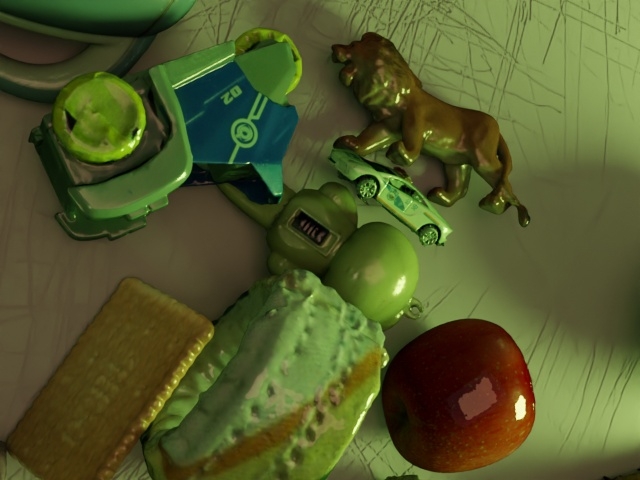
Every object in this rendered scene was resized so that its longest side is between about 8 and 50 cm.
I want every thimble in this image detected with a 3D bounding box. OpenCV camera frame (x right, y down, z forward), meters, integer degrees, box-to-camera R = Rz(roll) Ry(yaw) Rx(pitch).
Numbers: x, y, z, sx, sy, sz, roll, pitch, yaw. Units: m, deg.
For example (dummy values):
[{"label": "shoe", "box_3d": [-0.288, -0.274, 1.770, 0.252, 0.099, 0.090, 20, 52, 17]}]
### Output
[{"label": "thimble", "box_3d": [-0.062, 0.174, 1.226, 0.167, 0.254, 0.288, 38, 97, -13]}]

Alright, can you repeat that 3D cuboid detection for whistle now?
[{"label": "whistle", "box_3d": [0.003, 0.003, 1.345, 0.294, 0.141, 0.141, 37, 76, 18]}]

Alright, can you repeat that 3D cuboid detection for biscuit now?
[{"label": "biscuit", "box_3d": [-0.237, 0.167, 1.247, 0.250, 0.160, 0.030, -56, 142, -13]}]

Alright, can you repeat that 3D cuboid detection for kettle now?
[{"label": "kettle", "box_3d": [-0.304, -0.316, 1.212, 0.342, 0.247, 0.319, 27, 108, -28]}]

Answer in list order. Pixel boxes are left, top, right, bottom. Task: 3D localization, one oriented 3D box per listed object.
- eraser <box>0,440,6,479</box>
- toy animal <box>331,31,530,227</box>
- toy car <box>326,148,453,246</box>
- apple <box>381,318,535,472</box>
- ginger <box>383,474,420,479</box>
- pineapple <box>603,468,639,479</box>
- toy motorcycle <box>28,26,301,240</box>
[{"label": "eraser", "box_3d": [-0.529, 0.325, 1.154, 0.359, 0.122, 0.272, 11, 84, -16]}, {"label": "toy animal", "box_3d": [0.138, -0.146, 1.395, 0.312, 0.097, 0.157, 26, 75, -16]}, {"label": "toy car", "box_3d": [0.087, -0.058, 1.334, 0.186, 0.093, 0.058, 36, 99, -25]}, {"label": "apple", "box_3d": [0.167, 0.188, 1.346, 0.168, 0.181, 0.181, -10, 91, -17]}, {"label": "ginger", "box_3d": [0.052, 0.417, 1.351, 0.137, 0.089, 0.290, 34, 83, -32]}, {"label": "pineapple", "box_3d": [0.445, 0.387, 1.432, 0.334, 0.158, 0.161, -10, 91, -18]}, {"label": "toy motorcycle", "box_3d": [-0.147, -0.110, 1.249, 0.326, 0.191, 0.200, -22, 89, -20]}]
